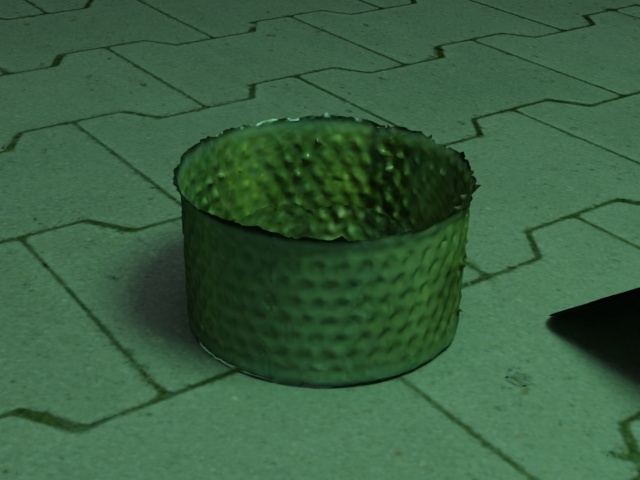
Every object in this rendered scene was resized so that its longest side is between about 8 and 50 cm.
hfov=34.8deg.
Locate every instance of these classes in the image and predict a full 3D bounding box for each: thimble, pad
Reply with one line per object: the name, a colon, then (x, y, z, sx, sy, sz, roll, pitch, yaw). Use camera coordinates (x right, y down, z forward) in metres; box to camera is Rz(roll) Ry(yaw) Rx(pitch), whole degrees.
thimble: (0.000, 0.000, 0.932, 0.270, 0.150, 0.271, 1, 27, 0)
pad: (0.332, 0.028, 0.877, 0.181, 0.004, 0.267, -14, -7, -25)
